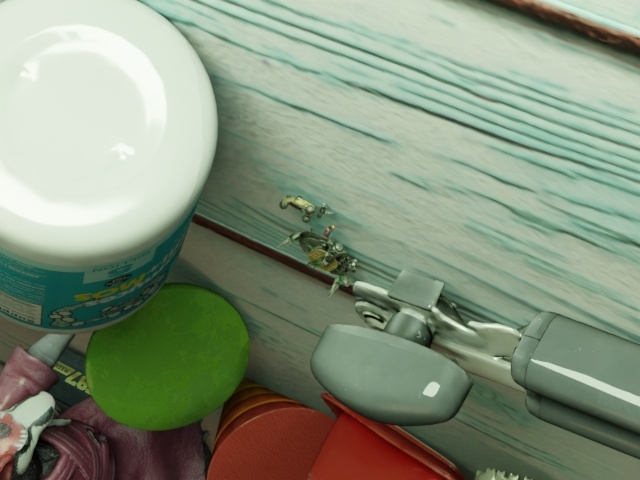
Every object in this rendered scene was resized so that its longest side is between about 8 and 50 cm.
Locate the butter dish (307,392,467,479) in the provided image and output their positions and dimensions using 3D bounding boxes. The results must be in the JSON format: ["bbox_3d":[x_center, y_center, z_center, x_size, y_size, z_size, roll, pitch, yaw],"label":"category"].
[{"bbox_3d":[0.051,0.217,1.236,0.160,0.118,0.160,31,164,42],"label":"butter dish"}]

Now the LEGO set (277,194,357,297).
[{"bbox_3d":[0.002,0.000,0.962,0.054,0.023,0.083,26,147,13],"label":"LEGO set"}]

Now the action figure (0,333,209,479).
[{"bbox_3d":[-0.231,0.193,1.370,0.370,0.276,0.248,32,-144,-66],"label":"action figure"}]

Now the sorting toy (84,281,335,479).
[{"bbox_3d":[-0.118,0.079,1.265,0.365,0.127,0.126,49,-176,-34],"label":"sorting toy"}]

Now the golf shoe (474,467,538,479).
[{"bbox_3d":[0.177,0.235,1.161,0.176,0.086,0.069,34,163,1],"label":"golf shoe"}]

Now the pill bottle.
[{"bbox_3d":[-0.144,-0.030,0.915,0.146,0.146,0.264,33,162,-1],"label":"pill bottle"}]

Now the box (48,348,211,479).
[{"bbox_3d":[-0.211,0.208,1.739,0.183,0.059,0.232,25,160,17],"label":"box"}]

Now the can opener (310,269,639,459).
[{"bbox_3d":[0.125,0.094,0.878,0.283,0.095,0.076,21,159,32],"label":"can opener"}]
